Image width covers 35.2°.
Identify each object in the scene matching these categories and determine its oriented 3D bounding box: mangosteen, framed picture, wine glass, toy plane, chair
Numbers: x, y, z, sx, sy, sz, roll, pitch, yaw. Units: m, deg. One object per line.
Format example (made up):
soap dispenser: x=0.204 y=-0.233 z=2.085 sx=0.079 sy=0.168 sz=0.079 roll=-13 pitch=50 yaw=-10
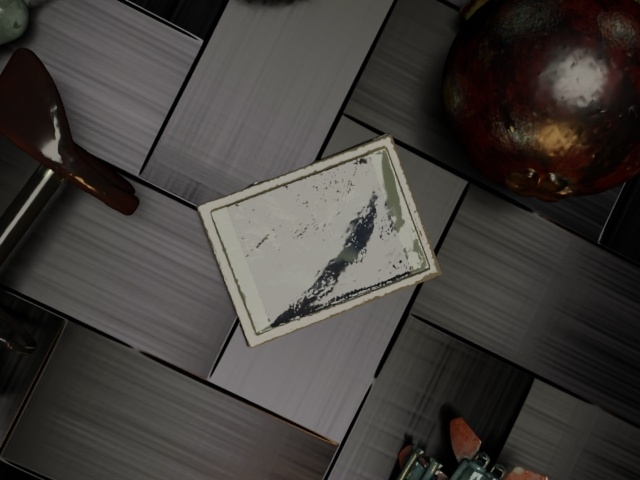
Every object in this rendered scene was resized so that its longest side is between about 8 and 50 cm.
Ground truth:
mangosteen: x=0.297 y=-0.197 z=1.250 sx=0.311 sy=0.311 sz=0.311 roll=0 pitch=91 yaw=-7
framed picture: x=0.000 y=0.000 z=1.340 sx=0.281 sy=0.019 sz=0.208 roll=-22 pitch=94 yaw=-6
wine glass: x=-0.371 y=-0.303 z=1.260 sx=0.195 sy=0.079 sz=0.079 roll=-33 pitch=95 yaw=-7
toy plane: x=0.152 y=0.405 z=1.322 sx=0.223 sy=0.104 sz=0.326 roll=33 pitch=90 yaw=20
chair: x=-0.376 y=-0.004 z=1.191 sx=0.227 sy=0.226 sz=0.401 roll=34 pitch=87 yaw=-6
